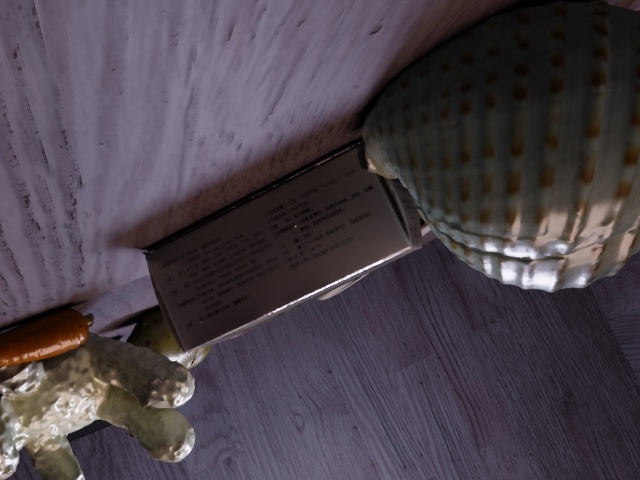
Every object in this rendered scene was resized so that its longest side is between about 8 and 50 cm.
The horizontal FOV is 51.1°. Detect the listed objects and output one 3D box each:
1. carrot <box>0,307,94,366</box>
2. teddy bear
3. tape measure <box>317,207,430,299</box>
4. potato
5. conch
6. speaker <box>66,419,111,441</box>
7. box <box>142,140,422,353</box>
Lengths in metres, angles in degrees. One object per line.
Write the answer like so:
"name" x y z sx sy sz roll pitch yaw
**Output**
"carrot" -0.432 0.148 0.912 0.257 0.061 0.061 -16 169 -33
"teddy bear" -0.446 0.305 1.022 0.362 0.375 0.327 -43 146 -49
"tape measure" 0.066 -0.007 1.179 0.231 0.133 0.271 -29 175 -32
"potato" -0.320 0.214 1.419 0.154 0.137 0.200 -29 170 28
"conch" 0.213 -0.067 0.666 0.319 0.215 0.303 -10 149 -5
"speaker" -0.481 0.304 1.418 0.184 0.180 0.388 -33 170 19
"box" -0.036 0.010 0.875 0.333 0.145 0.173 -27 175 11
